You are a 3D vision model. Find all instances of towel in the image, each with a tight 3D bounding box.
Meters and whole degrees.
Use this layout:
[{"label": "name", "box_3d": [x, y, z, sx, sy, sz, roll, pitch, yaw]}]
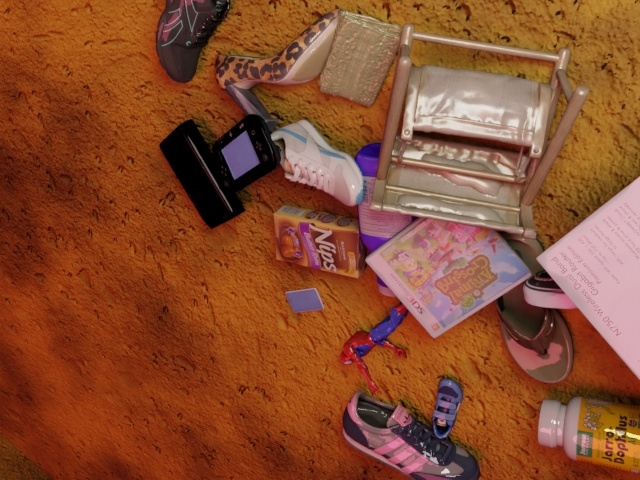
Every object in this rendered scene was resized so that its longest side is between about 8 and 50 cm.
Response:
[{"label": "towel", "box_3d": [0.065, -0.300, 1.072, 0.110, 0.027, 0.148, 17, 127, -6]}]

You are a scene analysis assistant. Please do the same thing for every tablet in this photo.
[{"label": "tablet", "box_3d": [-0.035, 0.131, 1.410, 0.083, 0.006, 0.054, -11, 111, 32]}]

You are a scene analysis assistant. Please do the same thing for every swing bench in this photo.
[{"label": "swing bench", "box_3d": [0.222, -0.159, 0.966, 0.253, 0.165, 0.255, 11, 127, 3]}]

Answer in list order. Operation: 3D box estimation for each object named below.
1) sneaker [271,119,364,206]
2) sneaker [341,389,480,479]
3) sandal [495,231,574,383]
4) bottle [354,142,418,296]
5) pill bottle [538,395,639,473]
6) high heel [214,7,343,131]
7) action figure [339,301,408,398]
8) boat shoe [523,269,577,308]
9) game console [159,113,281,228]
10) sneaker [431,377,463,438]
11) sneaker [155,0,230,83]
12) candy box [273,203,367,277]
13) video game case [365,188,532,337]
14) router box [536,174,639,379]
[{"label": "sneaker", "box_3d": [-0.010, -0.126, 1.138, 0.228, 0.092, 0.087, 43, 145, 35]}, {"label": "sneaker", "box_3d": [0.193, 0.428, 1.392, 0.318, 0.112, 0.131, 16, 127, 19]}, {"label": "sandal", "box_3d": [0.360, 0.128, 1.138, 0.120, 0.086, 0.303, -12, 110, 31]}, {"label": "bottle", "box_3d": [0.128, -0.033, 1.169, 0.118, 0.092, 0.283, 6, 120, 24]}, {"label": "pill bottle", "box_3d": [0.509, 0.348, 1.166, 0.208, 0.117, 0.118, 5, 119, 27]}, {"label": "high heel", "box_3d": [-0.084, -0.340, 1.125, 0.261, 0.093, 0.186, -47, 69, 27]}, {"label": "action figure", "box_3d": [0.148, 0.210, 1.299, 0.139, 0.091, 0.280, 53, 129, 4]}, {"label": "boat shoe", "box_3d": [0.466, 0.030, 0.999, 0.306, 0.113, 0.105, -11, 104, 25]}, {"label": "game console", "box_3d": [-0.189, -0.153, 1.237, 0.361, 0.044, 0.213, -20, 102, 55]}, {"label": "sneaker", "box_3d": [0.262, 0.351, 1.342, 0.053, 0.059, 0.144, 12, 122, 25]}, {"label": "sneaker", "box_3d": [-0.224, -0.399, 1.144, 0.106, 0.101, 0.268, 23, 126, 13]}, {"label": "candy box", "box_3d": [0.000, 0.000, 1.286, 0.186, 0.053, 0.109, 11, 121, 22]}, {"label": "video game case", "box_3d": [0.216, 0.044, 1.108, 0.212, 0.023, 0.193, -39, 97, 25]}, {"label": "router box", "box_3d": [0.519, 0.056, 0.851, 0.301, 0.082, 0.335, -46, 74, 29]}]
